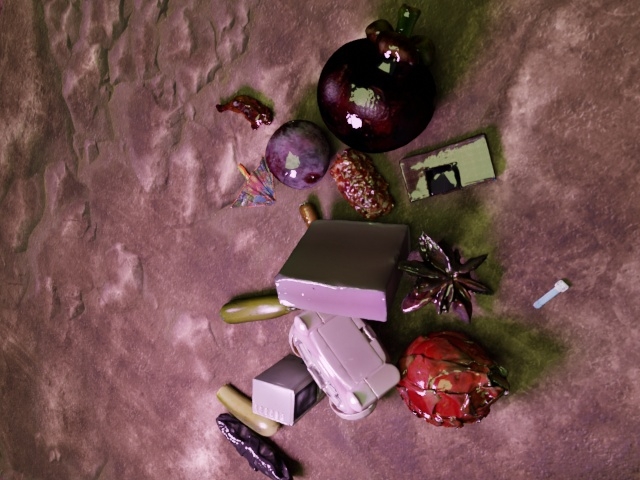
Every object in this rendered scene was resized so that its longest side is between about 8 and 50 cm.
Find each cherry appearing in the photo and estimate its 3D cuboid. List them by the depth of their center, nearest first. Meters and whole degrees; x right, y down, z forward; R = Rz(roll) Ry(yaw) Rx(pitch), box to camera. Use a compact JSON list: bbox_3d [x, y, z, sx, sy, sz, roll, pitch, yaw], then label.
[{"bbox_3d":[-0.058,-0.235,1.379,0.195,0.195,0.195,5,101,27],"label":"cherry"}]

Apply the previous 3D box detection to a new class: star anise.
[{"bbox_3d":[0.313,0.092,1.241,0.283,0.129,0.212,11,82,-12],"label":"star anise"}]

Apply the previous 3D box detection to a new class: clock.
[{"bbox_3d":[0.048,0.325,1.357,0.342,0.184,0.325,58,159,18],"label":"clock"}]

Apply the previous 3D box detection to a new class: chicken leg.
[{"bbox_3d":[-0.233,-0.401,1.515,0.219,0.048,0.089,29,108,21],"label":"chicken leg"}]

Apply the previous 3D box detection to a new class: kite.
[{"bbox_3d":[-0.211,-0.169,1.563,0.183,0.014,0.241,50,118,13],"label":"kite"}]

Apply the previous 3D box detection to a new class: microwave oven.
[{"bbox_3d":[-0.092,0.454,1.496,0.163,0.205,0.129,6,101,28],"label":"microwave oven"}]

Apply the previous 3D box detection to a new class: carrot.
[{"bbox_3d":[0.000,0.000,1.466,0.049,0.049,0.254,-22,92,29],"label":"carrot"}]

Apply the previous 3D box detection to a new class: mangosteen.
[{"bbox_3d":[0.142,-0.357,1.176,0.296,0.297,0.313,64,158,4],"label":"mangosteen"}]

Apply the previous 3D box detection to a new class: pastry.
[{"bbox_3d":[0.114,-0.151,1.352,0.115,0.097,0.208,-35,83,38],"label":"pastry"}]

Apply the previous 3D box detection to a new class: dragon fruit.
[{"bbox_3d":[0.328,0.349,1.252,0.299,0.244,0.244,-8,95,35],"label":"dragon fruit"}]

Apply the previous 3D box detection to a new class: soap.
[{"bbox_3d":[0.066,0.059,1.274,0.286,0.296,0.107,7,125,20],"label":"soap"}]

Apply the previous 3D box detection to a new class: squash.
[{"bbox_3d":[-0.194,0.218,1.581,0.332,0.087,0.087,-11,93,27],"label":"squash"},{"bbox_3d":[-0.243,0.579,1.673,0.250,0.083,0.083,25,109,25],"label":"squash"}]

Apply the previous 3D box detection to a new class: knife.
[{"bbox_3d":[0.562,0.134,1.210,0.027,0.010,0.096,47,118,12],"label":"knife"}]

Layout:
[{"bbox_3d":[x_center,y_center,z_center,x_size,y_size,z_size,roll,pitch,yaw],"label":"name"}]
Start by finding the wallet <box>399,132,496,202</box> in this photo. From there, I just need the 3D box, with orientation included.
[{"bbox_3d":[0.322,-0.182,1.264,0.230,0.042,0.124,-15,89,27],"label":"wallet"}]

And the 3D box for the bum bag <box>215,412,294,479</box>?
[{"bbox_3d":[-0.221,0.703,1.653,0.340,0.144,0.095,33,69,18],"label":"bum bag"}]
